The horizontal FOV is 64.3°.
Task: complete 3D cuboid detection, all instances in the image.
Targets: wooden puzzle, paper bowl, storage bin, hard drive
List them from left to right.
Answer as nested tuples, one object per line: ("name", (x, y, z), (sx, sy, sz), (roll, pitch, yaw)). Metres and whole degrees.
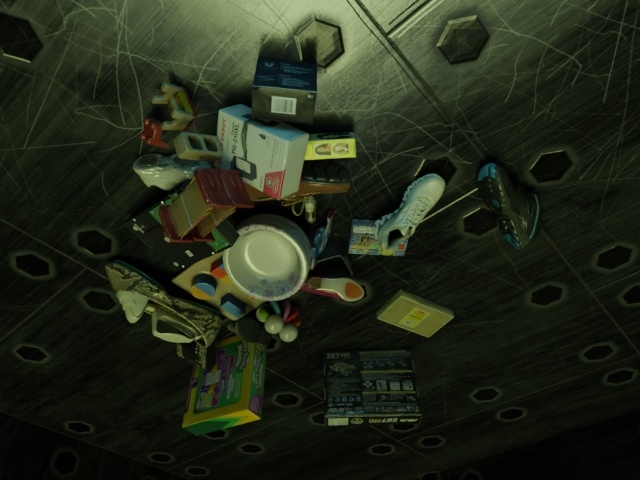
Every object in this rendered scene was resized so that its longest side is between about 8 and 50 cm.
("hard drive", (-0.441, -0.035, 1.606), (0.338, 0.064, 0.237), (-21, 120, 41))
("wooden puzzle", (-0.330, 0.171, 1.883), (0.347, 0.081, 0.322), (-31, 127, 27))
("paper bowl", (-0.167, 0.045, 1.681), (0.283, 0.148, 0.285), (5, 119, 9))
("storage bin", (0.012, 0.082, 1.794), (0.180, 0.085, 0.122), (-18, 132, 16))

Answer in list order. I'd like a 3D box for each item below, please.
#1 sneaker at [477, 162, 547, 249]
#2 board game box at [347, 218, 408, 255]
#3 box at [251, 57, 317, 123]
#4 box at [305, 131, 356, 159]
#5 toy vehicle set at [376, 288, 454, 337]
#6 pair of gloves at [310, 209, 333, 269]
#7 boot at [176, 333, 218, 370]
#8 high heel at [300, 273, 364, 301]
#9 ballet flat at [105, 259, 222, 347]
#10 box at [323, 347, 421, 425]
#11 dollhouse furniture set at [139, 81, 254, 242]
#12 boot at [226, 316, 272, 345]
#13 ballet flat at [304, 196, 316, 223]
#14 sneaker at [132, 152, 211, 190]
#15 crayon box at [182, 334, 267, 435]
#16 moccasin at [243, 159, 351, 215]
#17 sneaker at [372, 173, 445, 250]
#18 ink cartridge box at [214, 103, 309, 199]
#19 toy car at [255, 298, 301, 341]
("sneaker", (0.600, -0.129, 1.591), (0.139, 0.125, 0.341), (-39, 125, -1))
("board game box", (0.199, -0.008, 1.740), (0.201, 0.035, 0.136), (3, 135, -4))
("box", (-0.089, -0.380, 1.286), (0.155, 0.158, 0.093), (5, 134, -4))
("box", (-0.017, -0.266, 1.443), (0.232, 0.087, 0.058), (-4, 114, 1))
("toy vehicle set", (0.378, 0.297, 2.039), (0.266, 0.035, 0.166), (23, 130, -21))
("pair of gloves", (0.000, 0.000, 1.648), (0.023, 0.198, 0.160), (19, 124, 9))
("boot", (-0.512, 0.402, 2.093), (0.178, 0.085, 0.237), (11, 103, 32))
("high heel", (0.032, 0.167, 1.788), (0.243, 0.082, 0.117), (9, 172, -30))
("ballet flat", (-0.586, 0.254, 1.857), (0.482, 0.182, 0.164), (33, 141, -22))
("box", (0.209, 0.616, 2.156), (0.394, 0.319, 0.097), (-2, 135, 1))
("dollhouse furniture set", (-0.351, -0.202, 1.371), (0.201, 0.375, 0.152), (-33, 163, 34))
("boot", (-0.309, 0.351, 1.993), (0.161, 0.084, 0.246), (9, 160, 26))
("ballet flat", (-0.032, -0.097, 1.649), (0.041, 0.041, 0.115), (-3, 134, 3))
("sneaker", (-0.432, -0.201, 1.525), (0.231, 0.091, 0.115), (3, 142, 9))
("crayon box", (-0.383, 0.577, 2.083), (0.312, 0.363, 0.106), (-20, 133, 19))
("moccasin", (-0.096, -0.164, 1.513), (0.379, 0.139, 0.147), (-5, 135, 5))
("sneaker", (0.285, -0.080, 1.592), (0.110, 0.118, 0.292), (32, 115, -18))
("ink cartridge box", (-0.164, -0.241, 1.366), (0.237, 0.100, 0.172), (28, 125, 23))
("toy car", (-0.152, 0.295, 1.980), (0.182, 0.159, 0.136), (37, 89, -31))
